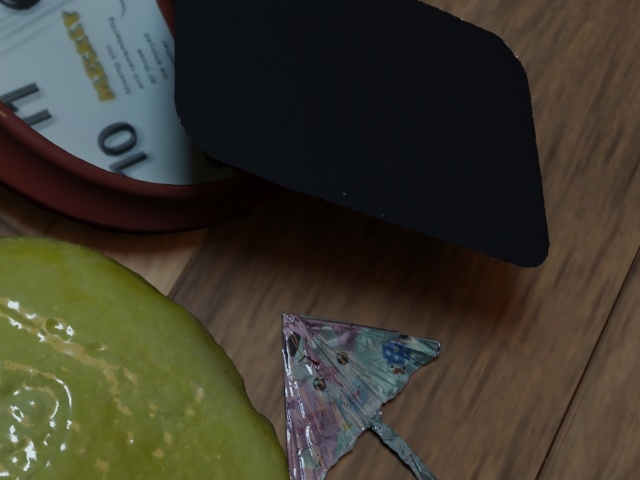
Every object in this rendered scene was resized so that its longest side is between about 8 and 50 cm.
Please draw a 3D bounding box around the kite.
[{"bbox_3d":[0.027,0.100,1.002,0.157,0.011,0.139,48,61,-7],"label":"kite"}]

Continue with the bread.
[{"bbox_3d":[-0.142,0.128,0.818,0.270,0.148,0.270,12,65,-27],"label":"bread"}]

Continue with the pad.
[{"bbox_3d":[0.014,-0.004,0.932,0.250,0.055,0.323,19,70,-32],"label":"pad"}]

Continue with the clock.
[{"bbox_3d":[-0.107,-0.158,0.965,0.318,0.080,0.318,8,76,-33],"label":"clock"}]
